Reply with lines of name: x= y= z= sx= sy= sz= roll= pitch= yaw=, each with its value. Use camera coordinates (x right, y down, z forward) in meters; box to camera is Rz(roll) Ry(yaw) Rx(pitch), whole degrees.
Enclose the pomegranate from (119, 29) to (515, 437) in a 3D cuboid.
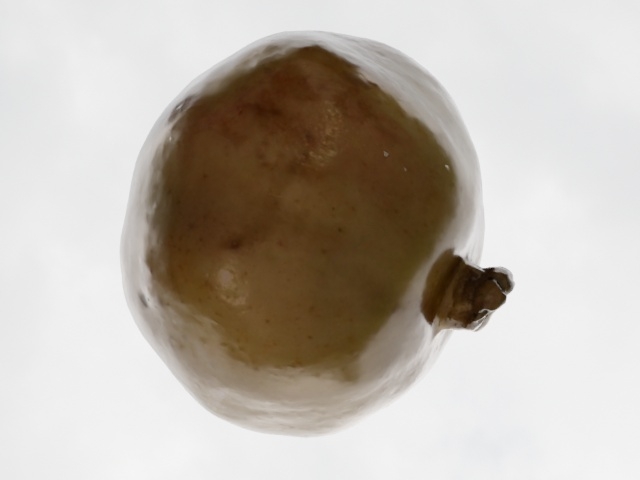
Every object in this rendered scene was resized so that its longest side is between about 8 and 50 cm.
pomegranate: x=0.000 y=0.000 z=1.152 sx=0.411 sy=0.411 sz=0.412 roll=-2 pitch=-103 yaw=9
